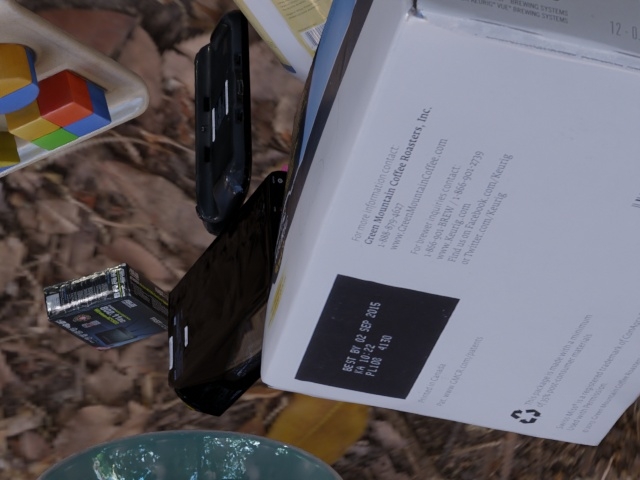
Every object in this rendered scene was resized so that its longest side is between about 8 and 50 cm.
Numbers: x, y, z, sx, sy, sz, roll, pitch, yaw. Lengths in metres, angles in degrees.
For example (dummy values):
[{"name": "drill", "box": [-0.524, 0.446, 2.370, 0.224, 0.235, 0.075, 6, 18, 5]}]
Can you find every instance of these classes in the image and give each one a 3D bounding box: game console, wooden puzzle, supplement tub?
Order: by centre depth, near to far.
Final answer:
[{"name": "game console", "box": [-0.072, -0.044, 1.261, 0.044, 0.213, 0.361, 12, 57, -25]}, {"name": "supplement tub", "box": [-0.017, -0.249, 1.276, 0.144, 0.144, 0.200, -33, 124, 9]}, {"name": "wooden puzzle", "box": [-0.411, -0.151, 1.750, 0.322, 0.348, 0.080, -21, 68, 17]}]

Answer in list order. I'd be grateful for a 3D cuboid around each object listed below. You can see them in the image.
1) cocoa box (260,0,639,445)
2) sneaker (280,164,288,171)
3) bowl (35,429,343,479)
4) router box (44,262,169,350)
[{"name": "cocoa box", "box": [0.115, -0.073, 0.854, 0.231, 0.347, 0.228, 11, 54, -7]}, {"name": "sneaker", "box": [0.000, 0.000, 1.614, 0.111, 0.252, 0.103, 12, 68, 10]}, {"name": "bowl", "box": [-0.126, 0.319, 1.426, 0.311, 0.311, 0.163, 5, 107, 13]}, {"name": "router box", "box": [-0.210, 0.069, 1.497, 0.092, 0.122, 0.038, -18, 67, 13]}]
